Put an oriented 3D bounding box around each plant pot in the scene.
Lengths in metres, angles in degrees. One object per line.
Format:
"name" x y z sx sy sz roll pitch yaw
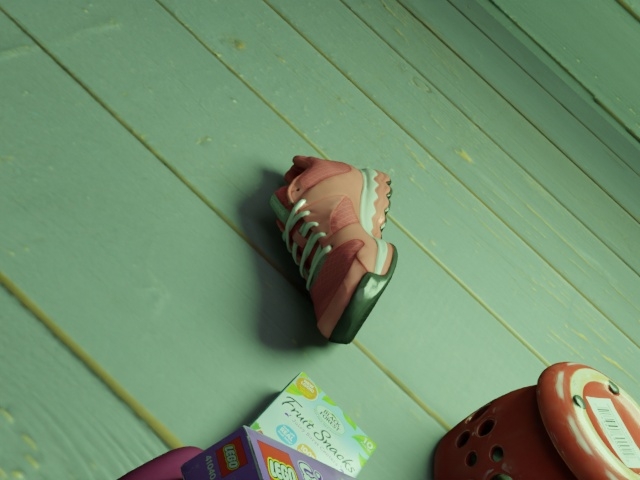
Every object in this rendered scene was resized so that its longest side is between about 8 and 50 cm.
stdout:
"plant pot" 0.239 0.230 0.819 0.191 0.174 0.191 30 34 -22

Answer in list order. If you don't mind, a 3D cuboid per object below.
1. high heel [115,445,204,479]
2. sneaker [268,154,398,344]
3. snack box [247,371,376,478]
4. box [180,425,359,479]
"high heel" -0.206 0.189 0.449 0.181 0.127 0.377 38 27 6
"sneaker" 0.000 0.000 0.920 0.136 0.116 0.314 23 29 -11
"snack box" -0.021 0.189 0.714 0.100 0.037 0.141 46 32 4
"box" 0.034 0.260 0.557 0.293 0.057 0.201 42 18 -50
